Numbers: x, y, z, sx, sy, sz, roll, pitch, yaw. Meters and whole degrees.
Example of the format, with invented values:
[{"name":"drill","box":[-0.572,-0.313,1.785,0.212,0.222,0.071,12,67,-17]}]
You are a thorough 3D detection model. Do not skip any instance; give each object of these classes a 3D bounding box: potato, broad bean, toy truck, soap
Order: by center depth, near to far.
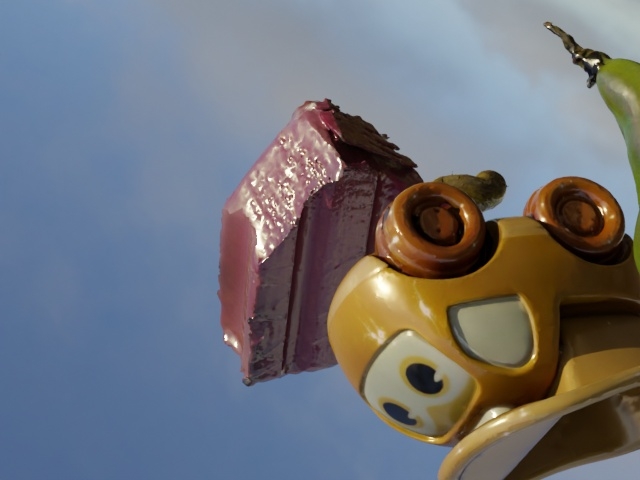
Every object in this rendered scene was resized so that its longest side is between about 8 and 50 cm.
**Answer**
[{"name":"broad bean","box":[0.241,-0.040,0.874,0.067,0.075,0.325,46,-153,-47]},{"name":"toy truck","box":[0.155,0.078,1.009,0.287,0.204,0.212,-6,-121,-19]},{"name":"soap","box":[0.000,0.000,1.199,0.182,0.289,0.112,-15,-133,-22]},{"name":"potato","box":[0.154,-0.048,1.289,0.092,0.045,0.046,-8,-158,-14]}]
